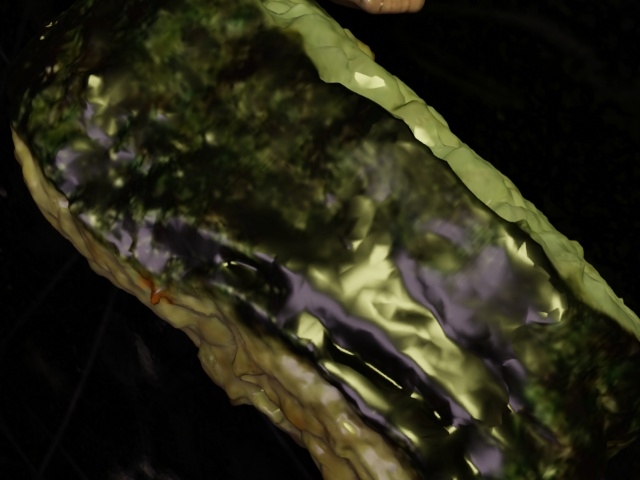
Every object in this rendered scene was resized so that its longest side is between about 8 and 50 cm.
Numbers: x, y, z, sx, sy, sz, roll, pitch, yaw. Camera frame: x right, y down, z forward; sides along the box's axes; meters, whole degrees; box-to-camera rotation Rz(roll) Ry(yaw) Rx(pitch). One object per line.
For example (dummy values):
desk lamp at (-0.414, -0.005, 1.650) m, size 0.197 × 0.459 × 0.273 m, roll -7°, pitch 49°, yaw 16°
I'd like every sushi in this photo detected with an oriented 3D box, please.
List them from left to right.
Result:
sushi at (0.000, 0.000, 0.587) m, size 0.350 × 0.211 × 0.171 m, roll 44°, pitch 97°, yaw 15°

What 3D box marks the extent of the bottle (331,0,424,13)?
bottle at (0.053, -0.196, 0.508) m, size 0.110 × 0.110 × 0.233 m, roll 48°, pitch 139°, yaw 11°
